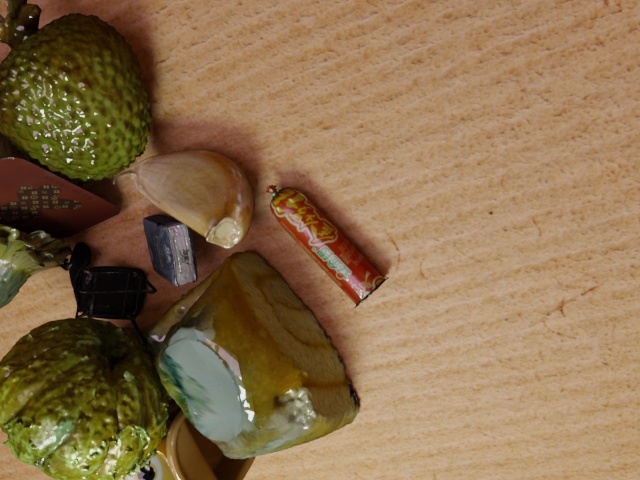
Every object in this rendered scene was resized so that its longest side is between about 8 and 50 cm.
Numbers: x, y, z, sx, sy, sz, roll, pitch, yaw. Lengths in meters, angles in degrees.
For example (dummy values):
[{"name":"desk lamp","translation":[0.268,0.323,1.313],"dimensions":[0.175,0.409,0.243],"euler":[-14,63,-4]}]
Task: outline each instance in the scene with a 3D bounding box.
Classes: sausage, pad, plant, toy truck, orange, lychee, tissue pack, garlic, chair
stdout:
[{"name":"sausage","translation":[0.000,0.000,1.119],"dimensions":[0.264,0.083,0.083],"euler":[46,115,1]},{"name":"pad","translation":[-0.515,-0.070,1.166],"dimensions":[0.181,0.267,0.004],"euler":[-22,63,20]},{"name":"plant","translation":[-0.608,0.066,1.234],"dimensions":[0.261,0.306,0.297],"euler":[-18,66,-14]},{"name":"toy truck","translation":[-0.279,0.425,1.252],"dimensions":[0.211,0.288,0.204],"euler":[-23,97,36]},{"name":"orange","translation":[-0.391,0.259,1.066],"dimensions":[0.300,0.301,0.223],"euler":[31,106,-30]},{"name":"lychee","translation":[-0.430,-0.256,1.092],"dimensions":[0.269,0.270,0.320],"euler":[-4,141,20]},{"name":"tissue pack","translation":[-0.281,0.014,1.188],"dimensions":[0.156,0.051,0.112],"euler":[14,116,58]},{"name":"garlic","translation":[-0.220,-0.080,1.122],"dimensions":[0.244,0.164,0.145],"euler":[27,125,16]},{"name":"chair","translation":[-0.428,0.106,1.288],"dimensions":[0.145,0.221,0.140],"euler":[4,114,-27]}]

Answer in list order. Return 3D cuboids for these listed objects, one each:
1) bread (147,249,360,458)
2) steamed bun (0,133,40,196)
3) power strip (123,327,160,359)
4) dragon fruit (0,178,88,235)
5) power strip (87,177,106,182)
[{"name":"bread","translation":[-0.121,0.243,1.137],"dimensions":[0.239,0.264,0.395],"euler":[-37,91,21]},{"name":"steamed bun","translation":[-0.709,-0.190,1.169],"dimensions":[0.372,0.325,0.231],"euler":[5,82,4]},{"name":"power strip","translation":[-0.381,0.259,1.307],"dimensions":[0.216,0.044,0.137],"euler":[32,83,24]},{"name":"dragon fruit","translation":[-0.535,-0.078,1.263],"dimensions":[0.192,0.122,0.092],"euler":[-12,75,23]},{"name":"power strip","translation":[-0.461,-0.166,1.235],"dimensions":[0.032,0.056,0.123],"euler":[-39,92,26]}]
